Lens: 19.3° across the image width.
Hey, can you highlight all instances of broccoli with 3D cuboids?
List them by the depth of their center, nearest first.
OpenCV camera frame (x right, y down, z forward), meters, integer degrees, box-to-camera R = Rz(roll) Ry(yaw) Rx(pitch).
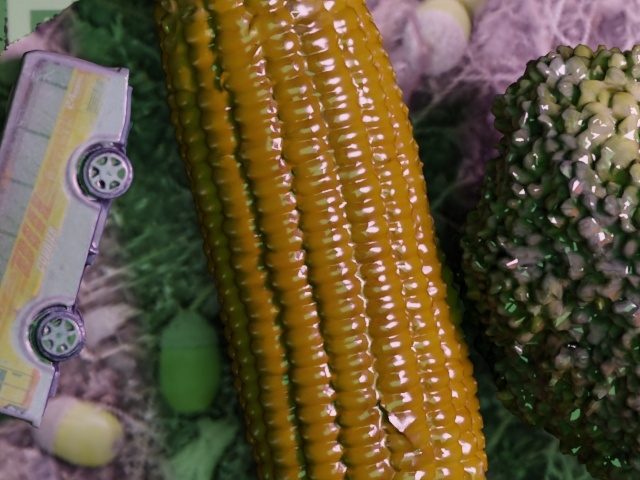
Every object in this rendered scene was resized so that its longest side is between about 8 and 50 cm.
[{"bbox_3d":[0.211,0.026,0.990,0.260,0.235,0.288,-22,137,-10],"label":"broccoli"}]

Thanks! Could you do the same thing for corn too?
[{"bbox_3d":[0.000,0.000,0.975,0.131,0.131,0.344,-15,99,-13],"label":"corn"}]

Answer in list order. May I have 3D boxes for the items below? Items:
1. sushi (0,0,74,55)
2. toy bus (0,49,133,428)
[{"bbox_3d":[-0.158,-0.232,0.957,0.231,0.047,0.219,-37,98,-13],"label":"sushi"},{"bbox_3d":[-0.145,-0.003,0.972,0.075,0.064,0.190,17,91,-10],"label":"toy bus"}]
